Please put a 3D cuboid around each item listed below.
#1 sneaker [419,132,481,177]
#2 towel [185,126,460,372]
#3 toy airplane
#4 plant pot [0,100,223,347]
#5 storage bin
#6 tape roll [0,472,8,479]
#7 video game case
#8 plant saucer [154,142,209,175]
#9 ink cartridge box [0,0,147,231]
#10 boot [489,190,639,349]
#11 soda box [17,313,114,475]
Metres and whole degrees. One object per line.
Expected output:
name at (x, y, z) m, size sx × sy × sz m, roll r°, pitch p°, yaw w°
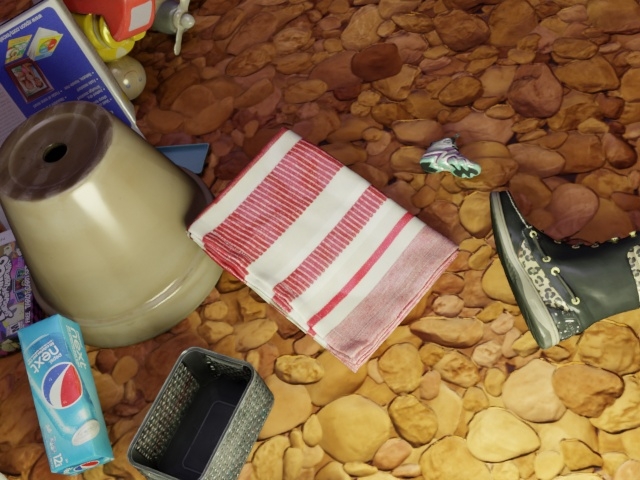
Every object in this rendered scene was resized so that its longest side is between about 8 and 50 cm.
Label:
sneaker at (0.205, -0.134, 1.424) m, size 0.098 × 0.038 × 0.069 m, roll 13°, pitch 61°, yaw 27°
towel at (0.000, 0.000, 1.335) m, size 0.329 × 0.037 × 0.237 m, roll 37°, pitch 71°, yaw 16°
toy airplane at (-0.422, -0.375, 1.718) m, size 0.386 × 0.273 × 0.384 m, roll -24°, pitch 12°, yaw 12°
plant pot at (-0.330, -0.047, 1.398) m, size 0.323 × 0.280 × 0.323 m, roll -9°, pitch 52°, yaw 12°
storage bin at (-0.156, 0.246, 1.242) m, size 0.122 × 0.084 × 0.180 m, roll 13°, pitch 61°, yaw 27°
tape roll at (-0.501, 0.359, 1.146) m, size 0.246 × 0.169 × 0.246 m, roll -11°, pitch 45°, yaw 12°
video game case at (-0.553, 0.098, 1.522) m, size 0.210 × 0.042 × 0.232 m, roll -20°, pitch 51°, yaw 7°
plant saucer at (-0.282, -0.132, 1.612) m, size 0.191 × 0.018 × 0.067 m, roll -3°, pitch 54°, yaw 19°
ink cartridge box at (-0.477, -0.202, 1.559) m, size 0.303 × 0.307 × 0.072 m, roll -28°, pitch 26°, yaw 8°
boot at (0.333, 0.016, 1.240) m, size 0.178 × 0.085 × 0.237 m, roll -18°, pitch 57°, yaw 4°
soda box at (-0.355, 0.215, 1.305) m, size 0.067 × 0.071 × 0.210 m, roll -23°, pitch 69°, yaw 3°
